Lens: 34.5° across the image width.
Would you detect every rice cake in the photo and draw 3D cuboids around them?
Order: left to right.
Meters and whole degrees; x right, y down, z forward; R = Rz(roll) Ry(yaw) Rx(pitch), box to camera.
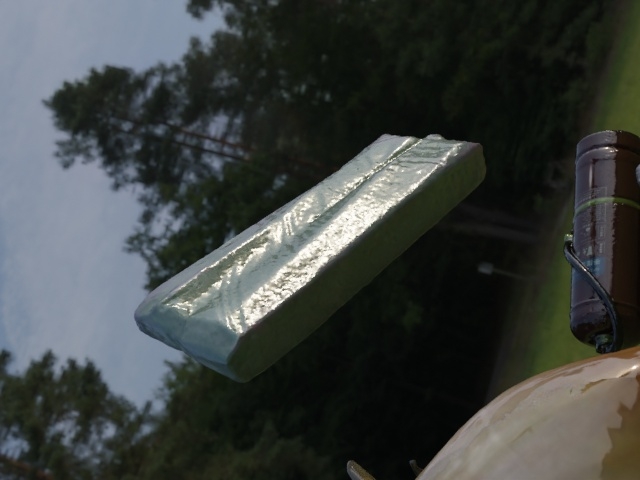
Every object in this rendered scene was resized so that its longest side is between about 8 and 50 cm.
[{"bbox_3d":[0.001,0.000,0.585,0.222,0.080,0.042,-38,-53,-34],"label":"rice cake"}]

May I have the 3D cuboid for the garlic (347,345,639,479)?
[{"bbox_3d":[0.194,0.115,0.558,0.313,0.249,0.286,-42,20,2],"label":"garlic"}]

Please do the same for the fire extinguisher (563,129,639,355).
[{"bbox_3d":[0.361,0.030,1.315,0.141,0.105,0.341,96,-176,-62],"label":"fire extinguisher"}]

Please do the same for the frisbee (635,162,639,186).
[{"bbox_3d":[0.367,0.007,0.864,0.211,0.188,0.012,65,148,28],"label":"frisbee"}]
